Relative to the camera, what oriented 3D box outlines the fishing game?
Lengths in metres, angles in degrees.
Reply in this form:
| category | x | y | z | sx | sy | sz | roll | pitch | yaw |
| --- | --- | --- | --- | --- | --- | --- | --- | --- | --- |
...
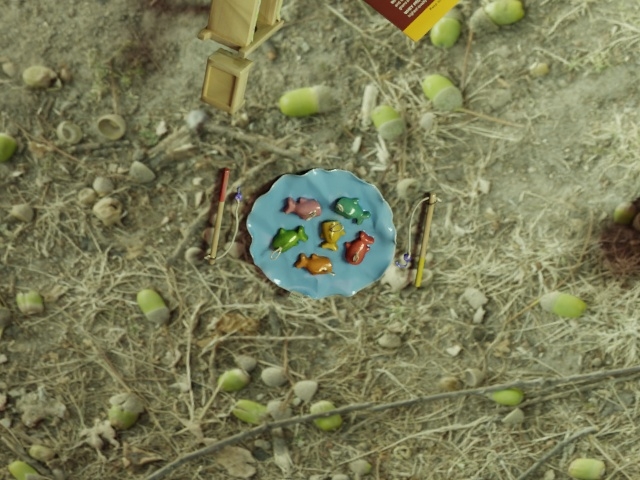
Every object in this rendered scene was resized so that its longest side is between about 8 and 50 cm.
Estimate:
| category | x | y | z | sx | sy | sz | roll | pitch | yaw |
| --- | --- | --- | --- | --- | --- | --- | --- | --- | --- |
| fishing game | 0.000 | 0.000 | 2.010 | 0.264 | 0.041 | 0.189 | 10 | 124 | -5 |

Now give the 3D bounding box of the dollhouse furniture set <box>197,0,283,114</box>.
| category | x | y | z | sx | sy | sz | roll | pitch | yaw |
| --- | --- | --- | --- | --- | --- | --- | --- | --- | --- |
| dollhouse furniture set | -0.124 | -0.261 | 1.810 | 0.161 | 0.101 | 0.182 | 25 | 128 | 14 |

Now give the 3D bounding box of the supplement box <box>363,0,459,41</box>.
| category | x | y | z | sx | sy | sz | roll | pitch | yaw |
| --- | --- | --- | --- | --- | --- | --- | --- | --- | --- |
| supplement box | 0.087 | -0.346 | 1.692 | 0.194 | 0.129 | 0.191 | 35 | 120 | -22 |
